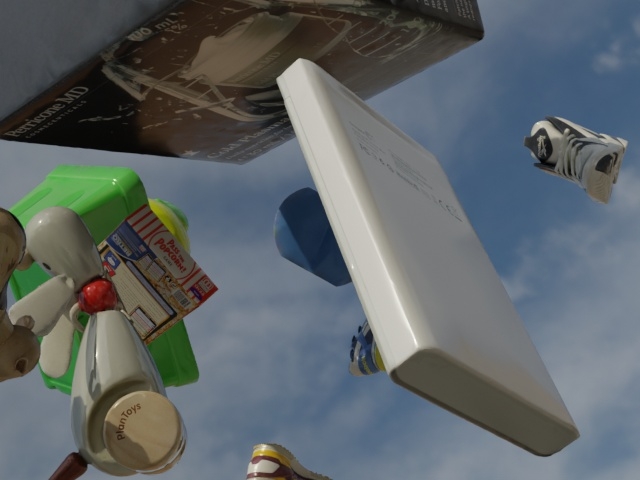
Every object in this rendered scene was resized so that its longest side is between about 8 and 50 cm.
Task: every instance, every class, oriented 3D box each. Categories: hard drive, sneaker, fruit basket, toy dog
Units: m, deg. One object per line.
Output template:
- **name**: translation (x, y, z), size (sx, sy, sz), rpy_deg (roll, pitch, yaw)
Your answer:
- **hard drive**: translation (0.077, 0.007, 0.848), size (0.040, 0.308, 0.203), rpy_deg (-39, -45, 21)
- **sneaker**: translation (-0.036, 0.364, 1.551), size (0.069, 0.084, 0.185), rpy_deg (-25, -52, 40)
- **sneaker**: translation (0.072, 0.155, 1.668), size (0.059, 0.144, 0.053), rpy_deg (-26, -70, 19)
- **fruit basket**: translation (-0.308, 0.043, 1.774), size (0.392, 0.283, 0.392), rpy_deg (-6, -82, -44)
- **toy dog**: translation (-0.270, 0.141, 1.208), size (0.161, 0.334, 0.220), rpy_deg (-26, -35, -11)
- **sneaker**: translation (0.375, -0.126, 1.651), size (0.235, 0.153, 0.094), rpy_deg (-42, -36, -62)

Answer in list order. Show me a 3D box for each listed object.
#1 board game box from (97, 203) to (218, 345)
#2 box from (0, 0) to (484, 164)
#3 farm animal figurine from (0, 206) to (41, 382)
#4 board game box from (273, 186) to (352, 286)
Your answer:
- **board game box**: translation (-0.241, 0.056, 1.457), size (0.193, 0.147, 0.045), rpy_deg (-35, 6, 47)
- **box**: translation (-0.134, -0.323, 1.405), size (0.479, 0.298, 0.471), rpy_deg (-24, -17, 38)
- **farm animal figurine**: translation (-0.344, 0.118, 0.994), size (0.172, 0.327, 0.330), rpy_deg (9, -17, -31)
- **board game box**: translation (0.000, 0.000, 1.730), size (0.168, 0.133, 0.033), rpy_deg (29, -29, -10)
